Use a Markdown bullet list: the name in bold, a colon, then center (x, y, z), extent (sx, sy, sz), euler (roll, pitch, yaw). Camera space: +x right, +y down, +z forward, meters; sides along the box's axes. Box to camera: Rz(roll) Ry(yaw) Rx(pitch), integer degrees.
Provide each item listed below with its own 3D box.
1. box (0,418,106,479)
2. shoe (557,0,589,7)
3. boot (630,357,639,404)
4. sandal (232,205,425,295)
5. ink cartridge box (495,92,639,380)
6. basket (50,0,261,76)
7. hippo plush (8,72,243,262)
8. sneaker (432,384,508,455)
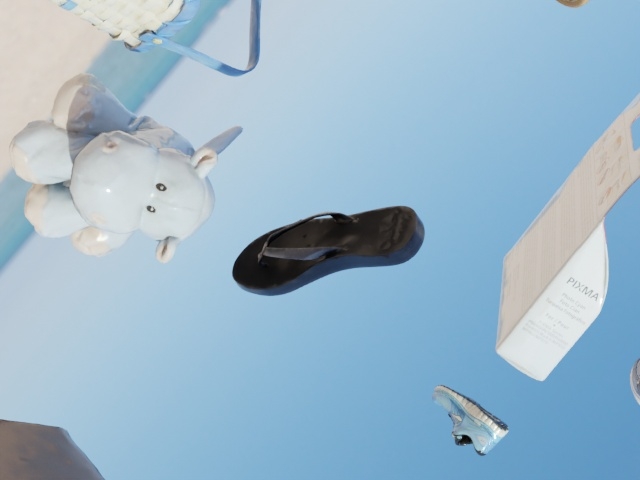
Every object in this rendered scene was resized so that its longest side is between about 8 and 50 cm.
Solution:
- **box**: center (-0.178, 0.201, 0.527), extent (0.203, 0.168, 0.167), euler (36, -79, 43)
- **shoe**: center (0.169, -0.286, 0.868), extent (0.058, 0.219, 0.076), euler (-35, -162, -13)
- **boot**: center (0.331, 0.123, 1.049), extent (0.069, 0.086, 0.190), euler (-23, -166, 1)
- **sandal**: center (0.001, -0.001, 1.330), extent (0.254, 0.054, 0.097), euler (-15, -134, 27)
- **ink cartridge box**: center (0.400, -0.023, 1.614), extent (0.385, 0.091, 0.308), euler (-55, -175, 27)
- **basket**: center (-0.194, -0.369, 1.446), extent (0.201, 0.289, 0.254), euler (-18, -117, 55)
- **hippo plush**: center (-0.235, -0.050, 1.400), extent (0.234, 0.294, 0.236), euler (-64, -149, 14)
- **sneaker**: center (0.221, 0.284, 1.759), extent (0.073, 0.063, 0.162), euler (-59, -146, 2)
